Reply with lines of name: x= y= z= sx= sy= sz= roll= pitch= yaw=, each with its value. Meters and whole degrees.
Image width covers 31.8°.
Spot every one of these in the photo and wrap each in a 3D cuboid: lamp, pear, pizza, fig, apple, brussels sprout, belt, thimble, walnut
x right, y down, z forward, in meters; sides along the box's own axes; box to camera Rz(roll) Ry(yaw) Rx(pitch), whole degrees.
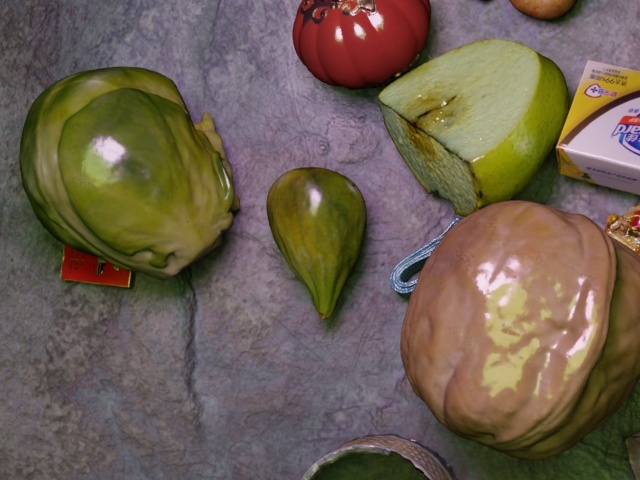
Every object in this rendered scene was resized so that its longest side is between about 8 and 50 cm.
lamp: x=0.062 y=-0.346 z=1.776 sx=0.227 sy=0.227 sz=0.227 roll=-1 pitch=85 yaw=13
pear: x=0.259 y=-0.185 z=1.734 sx=0.292 sy=0.159 sz=0.292 roll=-18 pitch=44 yaw=18
pizza: x=0.544 y=-0.043 z=1.715 sx=0.188 sy=0.062 sz=0.199 roll=20 pitch=87 yaw=12
fig: x=0.009 y=-0.014 z=1.794 sx=0.167 sy=0.167 sz=0.233 roll=-29 pitch=102 yaw=9
apple: x=0.353 y=-0.412 z=1.771 sx=0.126 sy=0.102 sz=0.126 roll=-1 pitch=86 yaw=12
brussels sprout: x=-0.319 y=-0.108 z=1.818 sx=0.276 sy=0.315 sz=0.371 roll=-36 pitch=83 yaw=32
belt: x=0.199 y=0.039 z=1.789 sx=0.179 sy=0.065 sz=0.100 roll=-42 pitch=67 yaw=7
thimble: x=0.087 y=0.435 z=1.733 sx=0.271 sy=0.150 sz=0.271 roll=-1 pitch=85 yaw=13
walnut: x=0.301 y=0.129 z=1.624 sx=0.381 sy=0.381 sz=0.381 roll=-1 pitch=85 yaw=13

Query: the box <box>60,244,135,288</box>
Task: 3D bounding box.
box: x=-0.383 y=0.031 z=1.946 sx=0.133 sy=0.023 sz=0.090 roll=7 pitch=89 yaw=14

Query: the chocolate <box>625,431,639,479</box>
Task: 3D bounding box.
chocolate: x=0.566 y=0.347 z=1.578 sx=0.100 sy=0.303 sz=0.185 roll=-24 pitch=92 yaw=-25

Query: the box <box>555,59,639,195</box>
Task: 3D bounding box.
box: x=0.503 y=-0.154 z=1.681 sx=0.265 sy=0.097 sz=0.168 roll=18 pitch=72 yaw=21
